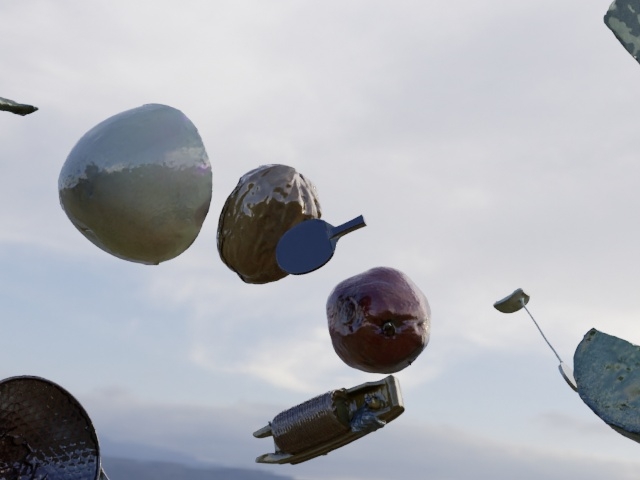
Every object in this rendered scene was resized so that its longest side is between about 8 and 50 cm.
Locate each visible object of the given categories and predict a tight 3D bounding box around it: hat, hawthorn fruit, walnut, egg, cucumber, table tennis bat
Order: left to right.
[{"bbox_3d":[-0.368,0.266,1.409,0.193,0.193,0.082,19,-31,-38],"label":"hat"},{"bbox_3d":[-0.384,-0.101,2.263,0.337,0.337,0.201,-9,2,36],"label":"egg"},{"bbox_3d":[-0.096,-0.029,2.195,0.198,0.245,0.198,23,12,-5],"label":"walnut"},{"bbox_3d":[0.000,0.000,1.846,0.158,0.095,0.014,-25,-37,11],"label":"table tennis bat"},{"bbox_3d":[0.119,0.167,2.305,0.224,0.224,0.261,7,7,-7],"label":"hawthorn fruit"},{"bbox_3d":[0.447,0.196,1.584,0.191,0.191,0.130,-5,-24,28],"label":"cucumber"}]

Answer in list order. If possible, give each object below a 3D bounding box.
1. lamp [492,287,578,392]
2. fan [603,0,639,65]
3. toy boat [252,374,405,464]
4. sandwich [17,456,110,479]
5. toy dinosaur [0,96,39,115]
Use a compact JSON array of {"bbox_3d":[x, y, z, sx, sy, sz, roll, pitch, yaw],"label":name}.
[{"bbox_3d":[0.332,0.159,1.763,0.056,0.198,0.050,-40,-40,16],"label":"lamp"},{"bbox_3d":[0.421,-0.236,1.375,0.240,0.131,0.009,21,-9,-30],"label":"fan"},{"bbox_3d":[0.007,0.306,1.962,0.310,0.089,0.115,-28,-35,34],"label":"toy boat"},{"bbox_3d":[-0.320,0.312,1.482,0.090,0.244,0.088,-33,-22,-16],"label":"sandwich"},{"bbox_3d":[-0.469,-0.155,1.262,0.363,0.076,0.147,-6,-8,-31],"label":"toy dinosaur"}]
